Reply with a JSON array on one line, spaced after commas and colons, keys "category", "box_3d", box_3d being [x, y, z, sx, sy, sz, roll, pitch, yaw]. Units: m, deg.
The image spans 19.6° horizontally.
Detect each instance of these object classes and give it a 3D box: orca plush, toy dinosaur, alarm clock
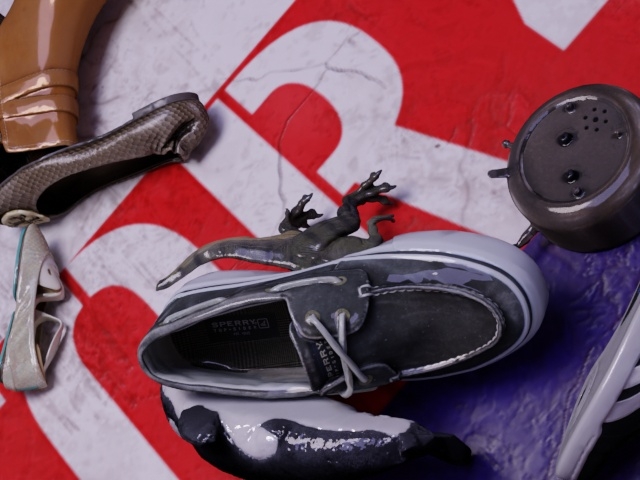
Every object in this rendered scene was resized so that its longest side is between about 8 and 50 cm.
[{"category": "orca plush", "box_3d": [-0.012, 0.171, 1.494, 0.287, 0.102, 0.151, 3, 21, 27]}, {"category": "toy dinosaur", "box_3d": [0.000, 0.000, 1.555, 0.268, 0.064, 0.118, 1, 39, 22]}, {"category": "alarm clock", "box_3d": [0.228, -0.066, 1.452, 0.192, 0.064, 0.129, -17, 56, 23]}]

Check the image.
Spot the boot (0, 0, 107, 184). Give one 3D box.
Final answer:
[{"category": "boot", "box_3d": [-0.266, -0.184, 1.835, 0.283, 0.109, 0.220, -30, 50, 23]}]

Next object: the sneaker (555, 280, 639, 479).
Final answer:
[{"category": "sneaker", "box_3d": [0.261, 0.103, 1.320, 0.121, 0.079, 0.217, 25, 112, 2]}]

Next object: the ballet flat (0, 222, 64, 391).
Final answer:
[{"category": "ballet flat", "box_3d": [-0.265, 0.065, 1.746, 0.052, 0.057, 0.168, 3, 68, 6]}]

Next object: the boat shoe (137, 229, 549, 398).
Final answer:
[{"category": "boat shoe", "box_3d": [0.012, 0.078, 1.449, 0.335, 0.121, 0.119, -10, 21, 27]}]

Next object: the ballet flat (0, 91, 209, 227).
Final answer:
[{"category": "ballet flat", "box_3d": [-0.211, -0.064, 1.763, 0.250, 0.084, 0.058, -26, 77, 17]}]
